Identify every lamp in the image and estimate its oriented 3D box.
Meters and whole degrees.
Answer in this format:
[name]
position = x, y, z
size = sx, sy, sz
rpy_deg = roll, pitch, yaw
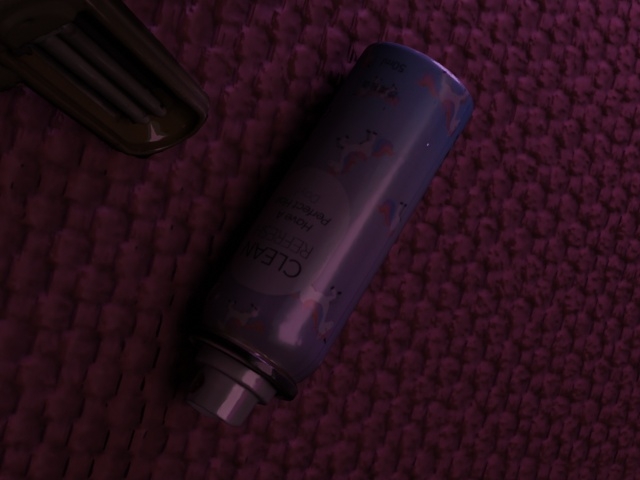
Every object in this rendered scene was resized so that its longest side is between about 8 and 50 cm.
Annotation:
[lamp]
position = -0.154, 0.027, 0.588
size = 0.203, 0.125, 0.283
rpy_deg = 24, 81, -64

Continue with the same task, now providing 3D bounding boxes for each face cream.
[face cream]
position = 0.000, 0.000, 0.724
size = 0.075, 0.075, 0.229
rpy_deg = 44, 71, -40

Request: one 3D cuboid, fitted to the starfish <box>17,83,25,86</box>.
[starfish]
position = -0.160, -0.091, 0.593
size = 0.092, 0.016, 0.086
rpy_deg = -51, 128, -27
